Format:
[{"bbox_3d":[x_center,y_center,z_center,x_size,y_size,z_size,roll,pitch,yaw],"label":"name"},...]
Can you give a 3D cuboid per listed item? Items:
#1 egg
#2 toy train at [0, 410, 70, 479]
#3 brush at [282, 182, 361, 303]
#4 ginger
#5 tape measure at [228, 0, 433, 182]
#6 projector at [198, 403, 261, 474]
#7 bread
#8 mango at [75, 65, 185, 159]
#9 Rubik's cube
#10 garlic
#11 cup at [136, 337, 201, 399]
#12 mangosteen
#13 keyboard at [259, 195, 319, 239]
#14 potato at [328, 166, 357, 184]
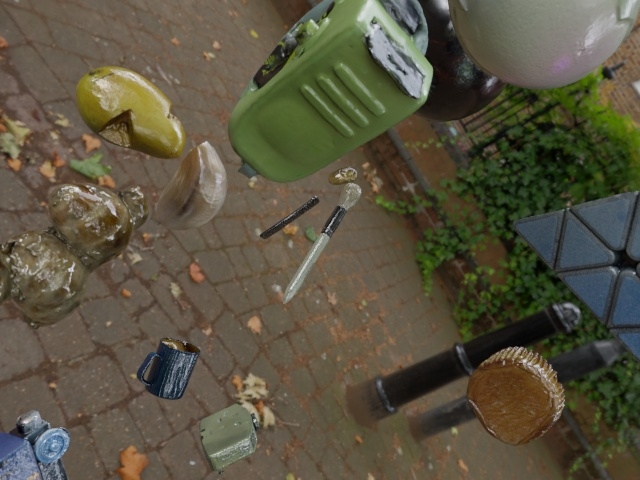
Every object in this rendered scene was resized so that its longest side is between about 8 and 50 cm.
[{"bbox_3d":[0.235,-0.250,0.532,0.217,0.183,0.183,29,35,-38],"label":"egg"},{"bbox_3d":[-0.605,0.511,1.039,0.202,0.131,0.299,-34,121,-54],"label":"toy train"},{"bbox_3d":[0.000,0.000,1.028,0.042,0.039,0.299,40,70,-18],"label":"brush"},{"bbox_3d":[-0.491,0.013,0.976,0.176,0.375,0.256,32,-30,28],"label":"ginger"},{"bbox_3d":[0.006,-0.130,0.433,0.106,0.200,0.175,39,48,-21],"label":"tape measure"},{"bbox_3d":[-0.299,0.653,1.716,0.269,0.194,0.088,19,-51,71],"label":"projector"},{"bbox_3d":[0.182,0.142,0.477,0.053,0.085,0.085,-5,66,-59],"label":"bread"},{"bbox_3d":[-0.430,-0.288,1.179,0.262,0.130,0.167,27,70,-16],"label":"mango"},{"bbox_3d":[0.468,0.012,0.729,0.229,0.233,0.228,42,18,-16],"label":"Rubik's cube"},{"bbox_3d":[-0.236,-0.079,0.955,0.101,0.195,0.087,50,28,17],"label":"garlic"},{"bbox_3d":[-0.423,0.347,1.398,0.150,0.138,0.113,21,-2,-24],"label":"cup"},{"bbox_3d":[0.261,-0.397,1.043,0.300,0.300,0.300,47,24,-28],"label":"mangosteen"},{"bbox_3d":[-0.068,-0.049,1.142,0.010,0.155,0.053,56,1,9],"label":"keyboard"},{"bbox_3d":[0.062,-0.180,1.423,0.051,0.083,0.040,-102,178,-55],"label":"potato"}]
